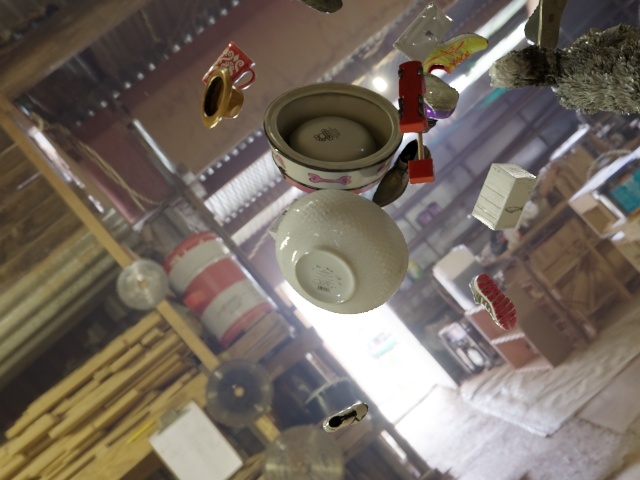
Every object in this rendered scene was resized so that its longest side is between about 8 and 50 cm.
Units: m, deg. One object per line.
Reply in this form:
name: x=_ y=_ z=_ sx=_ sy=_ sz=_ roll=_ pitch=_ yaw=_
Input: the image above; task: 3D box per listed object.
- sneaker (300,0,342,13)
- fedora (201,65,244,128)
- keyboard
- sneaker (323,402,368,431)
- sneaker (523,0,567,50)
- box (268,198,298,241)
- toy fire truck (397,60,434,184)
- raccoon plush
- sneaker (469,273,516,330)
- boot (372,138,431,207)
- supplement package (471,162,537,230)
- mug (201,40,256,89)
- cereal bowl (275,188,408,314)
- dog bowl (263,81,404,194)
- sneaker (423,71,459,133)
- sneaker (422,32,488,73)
sneaker: x=0.025 y=-0.571 z=1.341 sx=0.109 sy=0.130 sz=0.286 roll=22 pitch=90 yaw=55
fedora: x=-0.273 y=-0.402 z=2.000 sx=0.079 sy=0.194 sz=0.194 roll=9 pitch=-38 yaw=-32
keyboard: x=0.225 y=-0.444 z=1.500 sx=0.014 sy=0.072 sz=0.256 roll=-40 pitch=11 yaw=44
sneaker: x=0.059 y=0.391 z=1.546 sx=0.109 sy=0.040 sz=0.044 roll=-25 pitch=-16 yaw=-14
sneaker: x=0.647 y=-0.669 z=2.043 sx=0.083 sy=0.118 sz=0.222 roll=-4 pitch=-62 yaw=-14
box: x=0.000 y=0.000 z=2.004 sx=0.142 sy=0.247 sz=0.163 roll=-53 pitch=-46 yaw=-21
toy fire truck: x=0.176 y=-0.215 z=1.284 sx=0.047 sy=0.192 sz=0.135 roll=-5 pitch=-26 yaw=15
raccoon plush: x=0.656 y=-0.343 z=1.625 sx=0.446 sy=0.216 sz=0.299 roll=-17 pitch=31 yaw=-8
sneaker: x=0.445 y=0.157 z=1.821 sx=0.063 sy=0.170 sz=0.075 roll=-38 pitch=8 yaw=-11
boot: x=0.209 y=-0.189 z=1.924 sx=0.219 sy=0.082 sz=0.106 roll=-49 pitch=-24 yaw=2
supplement package: x=0.560 y=-0.134 z=2.139 sx=0.105 sy=0.105 sz=0.179 roll=-6 pitch=-55 yaw=-37
mug: x=-0.317 y=-0.585 z=2.435 sx=0.169 sy=0.150 sz=0.113 roll=-45 pitch=-41 yaw=8
cereal bowl: x=0.036 y=0.052 z=1.712 sx=0.339 sy=0.339 sz=0.141 roll=-46 pitch=6 yaw=38
dog bowl: x=0.037 y=-0.289 z=2.058 sx=0.408 sy=0.408 sz=0.150 roll=-38 pitch=-30 yaw=-32
sneaker: x=0.288 y=-0.345 z=1.856 sx=0.293 sy=0.102 sz=0.146 roll=-101 pitch=15 yaw=-62
sneaker: x=0.375 y=-0.519 z=1.989 sx=0.208 sy=0.094 sz=0.081 roll=-13 pitch=-14 yaw=18
